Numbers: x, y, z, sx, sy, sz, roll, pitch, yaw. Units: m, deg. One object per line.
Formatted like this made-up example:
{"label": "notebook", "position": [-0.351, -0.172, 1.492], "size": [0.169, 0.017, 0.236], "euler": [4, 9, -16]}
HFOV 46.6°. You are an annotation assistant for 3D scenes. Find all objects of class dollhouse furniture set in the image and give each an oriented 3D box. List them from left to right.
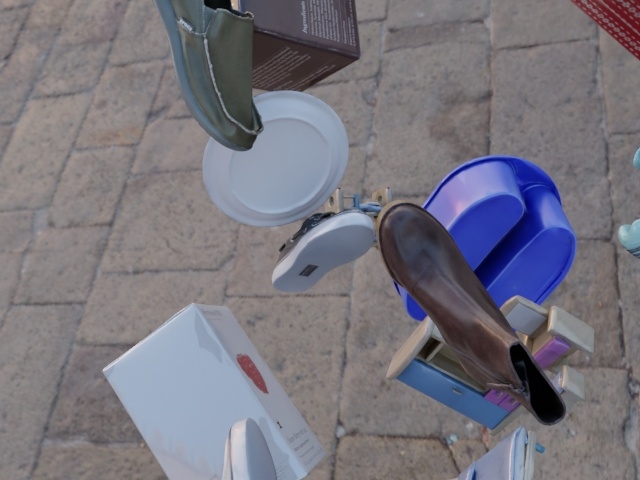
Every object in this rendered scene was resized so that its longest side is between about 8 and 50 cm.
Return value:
{"label": "dollhouse furniture set", "position": [0.108, -0.048, 1.481], "size": [0.130, 0.184, 0.128], "euler": [-3, 87, -27]}
{"label": "dollhouse furniture set", "position": [0.200, 0.257, 1.013], "size": [0.198, 0.286, 0.303], "euler": [27, 43, -2]}

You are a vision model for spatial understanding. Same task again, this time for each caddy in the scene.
{"label": "caddy", "position": [0.274, 0.018, 1.285], "size": [0.341, 0.241, 0.179], "euler": [-54, 17, 22]}

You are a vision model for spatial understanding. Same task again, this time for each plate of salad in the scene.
{"label": "plate of salad", "position": [-0.059, -0.108, 0.985], "size": [0.200, 0.199, 0.048], "euler": [-30, 39, -1]}

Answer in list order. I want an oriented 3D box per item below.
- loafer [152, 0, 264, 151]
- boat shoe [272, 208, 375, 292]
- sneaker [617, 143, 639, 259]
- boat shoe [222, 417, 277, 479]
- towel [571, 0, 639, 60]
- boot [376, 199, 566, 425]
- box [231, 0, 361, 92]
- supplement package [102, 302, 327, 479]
{"label": "loafer", "position": [-0.117, -0.222, 0.828], "size": [0.088, 0.251, 0.094], "euler": [-17, 11, 22]}
{"label": "boat shoe", "position": [0.000, 0.000, 1.002], "size": [0.080, 0.228, 0.076], "euler": [12, 62, -21]}
{"label": "sneaker", "position": [0.381, -0.094, 0.718], "size": [0.122, 0.110, 0.282], "euler": [24, 80, 7]}
{"label": "boat shoe", "position": [-0.096, 0.342, 0.862], "size": [0.088, 0.096, 0.267], "euler": [-17, 60, 11]}
{"label": "towel", "position": [0.189, -0.163, 0.426], "size": [0.199, 0.275, 0.031], "euler": [41, 101, -2]}
{"label": "boot", "position": [0.167, 0.071, 0.822], "size": [0.090, 0.248, 0.207], "euler": [-35, 20, -6]}
{"label": "box", "position": [-0.075, -0.321, 1.047], "size": [0.169, 0.203, 0.166], "euler": [-16, 75, 49]}
{"label": "supplement package", "position": [-0.153, 0.262, 1.122], "size": [0.175, 0.177, 0.292], "euler": [-37, 79, 4]}
